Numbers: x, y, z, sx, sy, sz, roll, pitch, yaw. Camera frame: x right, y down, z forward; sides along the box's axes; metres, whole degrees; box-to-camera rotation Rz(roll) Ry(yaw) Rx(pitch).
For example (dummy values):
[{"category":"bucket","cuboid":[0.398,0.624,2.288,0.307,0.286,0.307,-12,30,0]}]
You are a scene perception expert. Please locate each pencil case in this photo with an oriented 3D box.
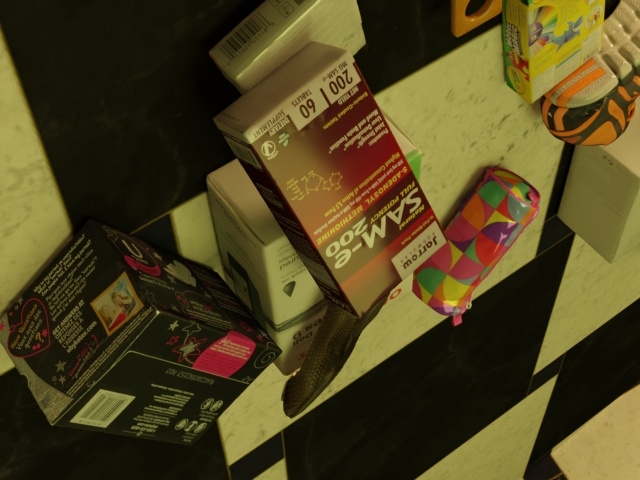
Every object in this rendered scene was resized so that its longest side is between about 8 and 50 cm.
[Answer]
[{"category":"pencil case","cuboid":[0.228,0.006,1.524,0.104,0.104,0.236,-3,132,-49]}]

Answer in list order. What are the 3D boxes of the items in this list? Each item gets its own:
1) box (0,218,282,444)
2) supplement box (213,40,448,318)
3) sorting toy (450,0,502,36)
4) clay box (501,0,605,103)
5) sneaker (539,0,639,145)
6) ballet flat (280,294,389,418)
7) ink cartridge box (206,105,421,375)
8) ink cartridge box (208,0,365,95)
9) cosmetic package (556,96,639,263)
[{"category":"box","cuboid":[-0.188,0.105,1.095,0.163,0.142,0.247,-46,150,8]},{"category":"supplement box","cuboid":[0.015,-0.056,1.004,0.130,0.073,0.239,-40,123,-13]},{"category":"sorting toy","cuboid":[0.147,-0.346,1.009,0.196,0.047,0.347,-24,146,-22]},{"category":"clay box","cuboid":[0.283,-0.278,1.258,0.127,0.053,0.222,-37,150,-10]},{"category":"sneaker","cuboid":[0.438,-0.250,1.443,0.321,0.124,0.180,-29,154,-3]},{"category":"ballet flat","cuboid":[0.006,0.122,1.204,0.084,0.058,0.250,-43,167,-45]},{"category":"ink cartridge box","cuboid":[0.000,0.000,1.205,0.211,0.121,0.289,-32,150,-17]},{"category":"ink cartridge box","cuboid":[-0.026,-0.192,1.023,0.145,0.045,0.179,-43,169,-1]},{"category":"cosmetic package","cuboid":[0.524,-0.119,1.680,0.224,0.138,0.224,-31,148,-20]}]
